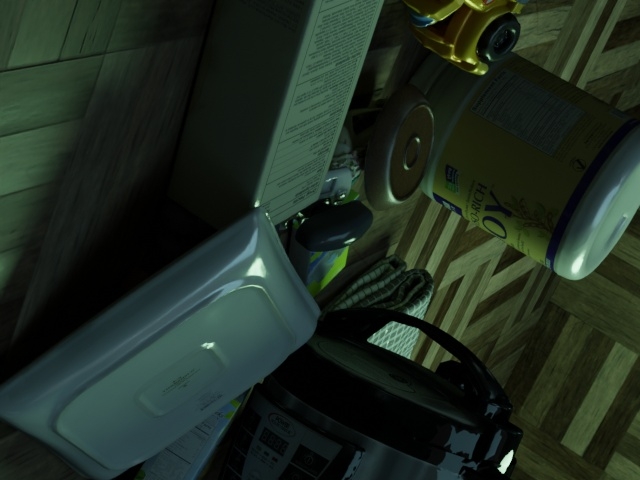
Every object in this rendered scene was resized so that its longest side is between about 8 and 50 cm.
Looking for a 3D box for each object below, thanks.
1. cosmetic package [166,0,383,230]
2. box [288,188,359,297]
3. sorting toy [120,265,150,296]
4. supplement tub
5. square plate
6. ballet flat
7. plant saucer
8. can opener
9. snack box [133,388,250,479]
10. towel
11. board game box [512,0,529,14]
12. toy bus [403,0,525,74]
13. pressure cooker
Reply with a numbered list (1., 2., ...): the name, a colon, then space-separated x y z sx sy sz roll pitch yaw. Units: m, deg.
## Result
1. cosmetic package: -0.043 -0.168 1.478 0.160 0.113 0.309 -31 148 -51
2. box: 0.000 0.000 1.944 0.109 0.042 0.178 -44 158 -34
3. sorting toy: -0.207 0.151 1.674 0.229 0.041 0.307 -53 160 -12
4. supplement tub: 0.283 -0.122 2.002 0.241 0.331 0.241 -48 158 -27
5. square plate: -0.160 0.137 1.562 0.347 0.049 0.344 -35 155 -4
6. ballet flat: 0.032 -0.122 1.808 0.241 0.091 0.077 -39 123 -52
7. plant saucer: 0.107 -0.116 1.819 0.168 0.029 0.168 -42 141 -46
8. can opener: -0.054 -0.022 1.613 0.283 0.095 0.076 -16 137 -43
9. snack box: -0.174 0.267 1.825 0.207 0.070 0.174 -59 179 2
10. towel: 0.058 0.181 2.243 0.284 0.121 0.235 -36 151 -46
11. board game box: 0.321 -0.475 1.914 0.303 0.097 0.224 -43 156 -38
12. toy bus: 0.158 -0.322 1.707 0.211 0.149 0.220 -4 128 -51
13. pressure cooker: 0.062 0.303 1.928 0.375 0.370 0.420 -103 -142 -85
